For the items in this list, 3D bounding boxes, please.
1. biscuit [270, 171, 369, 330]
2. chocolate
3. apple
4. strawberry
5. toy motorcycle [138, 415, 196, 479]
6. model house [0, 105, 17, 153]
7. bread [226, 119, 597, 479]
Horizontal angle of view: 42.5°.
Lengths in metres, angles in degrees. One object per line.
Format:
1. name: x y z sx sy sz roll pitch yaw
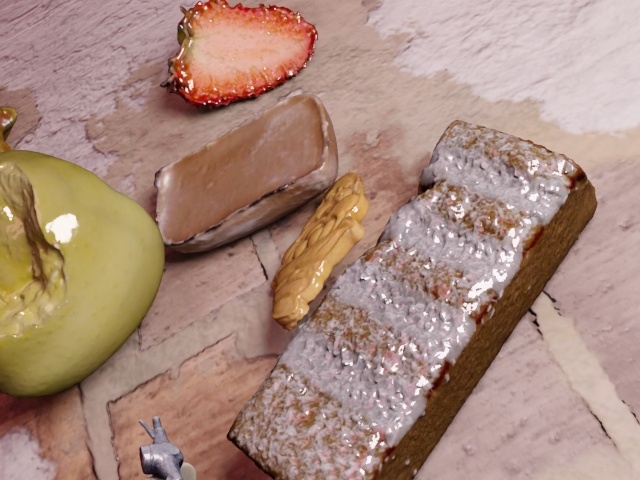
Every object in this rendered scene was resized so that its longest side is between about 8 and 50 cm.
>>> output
1. biscuit: 0.000 0.000 0.898 0.162 0.035 0.250 -36 19 38
2. chocolate: -0.081 -0.068 1.004 0.261 0.083 0.161 -23 47 22
3. apple: -0.318 0.033 0.939 0.279 0.279 0.279 -14 51 17
4. strawberry: -0.112 -0.253 1.173 0.208 0.087 0.167 11 80 4
5. toy motorcycle: -0.096 0.263 0.721 0.263 0.091 0.157 10 103 38
6. model house: -0.534 -0.037 1.180 0.268 0.173 0.239 -51 56 26
7. bread: 0.091 0.073 0.791 0.165 0.113 0.416 24 70 40
